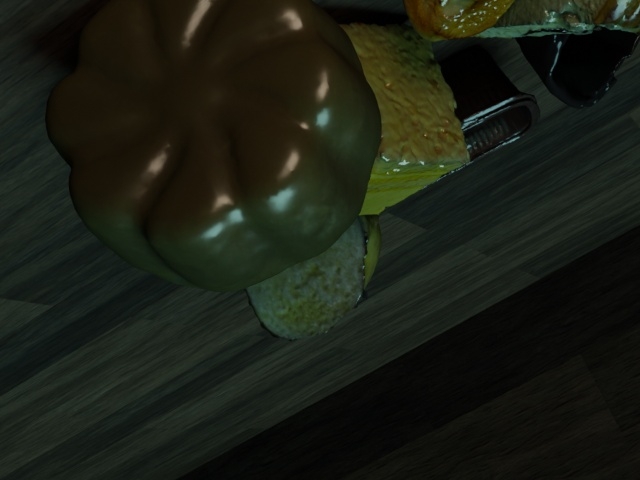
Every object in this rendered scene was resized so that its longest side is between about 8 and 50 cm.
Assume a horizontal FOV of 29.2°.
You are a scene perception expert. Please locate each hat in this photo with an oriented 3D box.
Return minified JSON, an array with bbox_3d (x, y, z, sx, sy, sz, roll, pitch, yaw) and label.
[{"bbox_3d":[0.347,-0.371,1.738,0.238,0.209,0.336,-38,149,-21],"label":"hat"}]

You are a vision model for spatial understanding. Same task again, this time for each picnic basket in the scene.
[{"bbox_3d":[0.201,-0.196,2.020,0.297,0.129,0.222,-27,163,8],"label":"picnic basket"}]

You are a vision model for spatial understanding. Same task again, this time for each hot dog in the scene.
[{"bbox_3d":[0.188,-0.368,1.494,0.150,0.153,0.256,-17,160,-35],"label":"hot dog"}]

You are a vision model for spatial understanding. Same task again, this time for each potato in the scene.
[{"bbox_3d":[0.000,0.000,2.180,0.289,0.300,0.237,2,-163,26],"label":"potato"}]

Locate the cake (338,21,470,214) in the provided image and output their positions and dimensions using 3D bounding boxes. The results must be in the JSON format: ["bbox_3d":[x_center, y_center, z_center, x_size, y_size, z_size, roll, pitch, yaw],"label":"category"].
[{"bbox_3d":[0.025,-0.153,1.768,0.227,0.222,0.286,-5,162,-46],"label":"cake"}]

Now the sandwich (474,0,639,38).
[{"bbox_3d":[0.297,-0.316,1.547,0.100,0.254,0.288,-8,145,-34],"label":"sandwich"}]

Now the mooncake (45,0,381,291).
[{"bbox_3d":[-0.124,-0.136,1.416,0.379,0.378,0.201,-29,156,13],"label":"mooncake"}]
